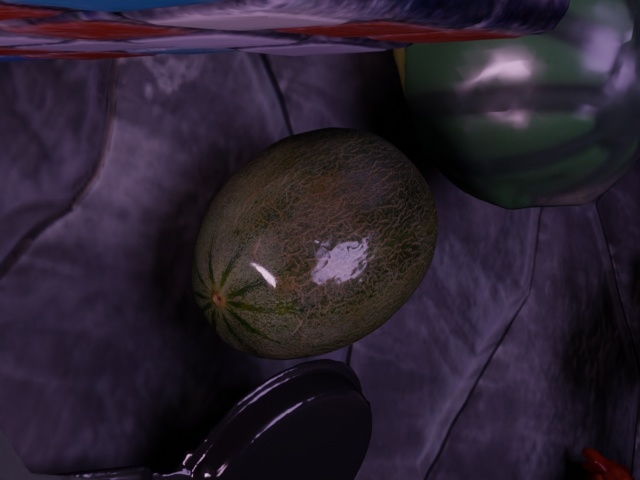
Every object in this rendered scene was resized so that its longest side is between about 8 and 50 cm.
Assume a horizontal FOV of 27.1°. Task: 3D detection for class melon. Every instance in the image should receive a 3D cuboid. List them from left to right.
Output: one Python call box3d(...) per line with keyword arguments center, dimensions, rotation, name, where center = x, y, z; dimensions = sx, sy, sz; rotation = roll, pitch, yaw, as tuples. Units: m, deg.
box3d(center=(0.000, 0.000, 0.716), dimensions=(0.167, 0.114, 0.114), rotation=(-38, 122, -49), name="melon")

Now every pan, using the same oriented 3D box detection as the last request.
box3d(center=(-0.057, 0.126, 0.681), dimensions=(0.235, 0.028, 0.136), rotation=(-1, 121, -45), name="pan")

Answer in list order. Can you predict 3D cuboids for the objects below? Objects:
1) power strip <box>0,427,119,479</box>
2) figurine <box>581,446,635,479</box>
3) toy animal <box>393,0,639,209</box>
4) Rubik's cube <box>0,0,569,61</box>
box3d(center=(-0.114, 0.106, 0.484), dimensions=(0.061, 0.216, 0.145), rotation=(-50, 147, 12), name="power strip")
box3d(center=(0.352, 0.182, 1.125), dimensions=(0.306, 0.241, 0.412), rotation=(23, 74, -65), name="figurine")
box3d(center=(0.160, -0.186, 0.864), dimensions=(0.216, 0.191, 0.338), rotation=(31, 67, -52), name="toy animal")
box3d(center=(-0.109, -0.202, 0.397), dimensions=(0.293, 0.291, 0.287), rotation=(-9, 100, -56), name="Rubik's cube")
